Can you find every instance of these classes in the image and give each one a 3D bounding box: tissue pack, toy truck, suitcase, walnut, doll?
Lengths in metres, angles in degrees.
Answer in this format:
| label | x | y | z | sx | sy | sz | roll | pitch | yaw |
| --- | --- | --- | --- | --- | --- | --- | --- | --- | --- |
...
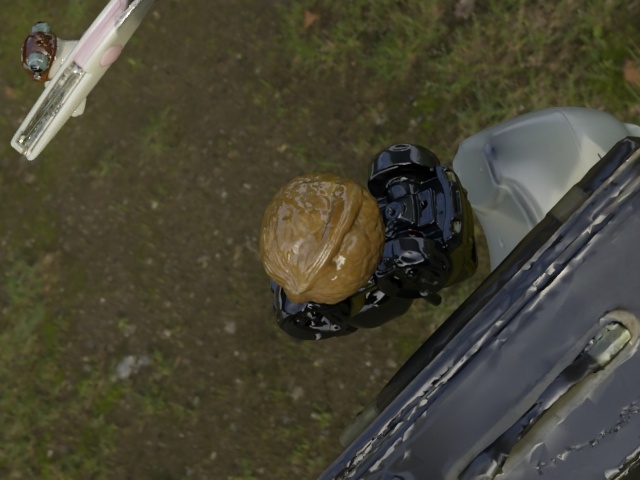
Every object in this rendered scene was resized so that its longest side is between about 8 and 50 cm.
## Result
| label | x | y | z | sx | sy | sz | roll | pitch | yaw |
| --- | --- | --- | --- | --- | --- | --- | --- | --- | --- |
| tissue pack | 0.342 | -0.020 | 1.491 | 0.229 | 0.236 | 0.333 | -177 | 73 | -80 |
| toy truck | 0.061 | 0.019 | 1.048 | 0.224 | 0.165 | 0.147 | -23 | 52 | 29 |
| suitcase | 0.184 | 0.116 | 0.773 | 0.434 | 0.283 | 0.194 | -48 | 66 | 7 |
| walnut | 0.000 | 0.000 | 0.863 | 0.105 | 0.105 | 0.124 | -15 | 32 | 35 |
| doll | -0.188 | -0.122 | 0.763 | 0.085 | 0.058 | 0.040 | 149 | 130 | -61 |

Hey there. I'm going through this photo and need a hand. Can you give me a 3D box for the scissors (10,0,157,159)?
| label | x | y | z | sx | sy | sz | roll | pitch | yaw |
| --- | --- | --- | --- | --- | --- | --- | --- | --- | --- |
| scissors | -0.123 | -0.117 | 0.617 | 0.022 | 0.085 | 0.176 | 43 | 104 | 8 |
